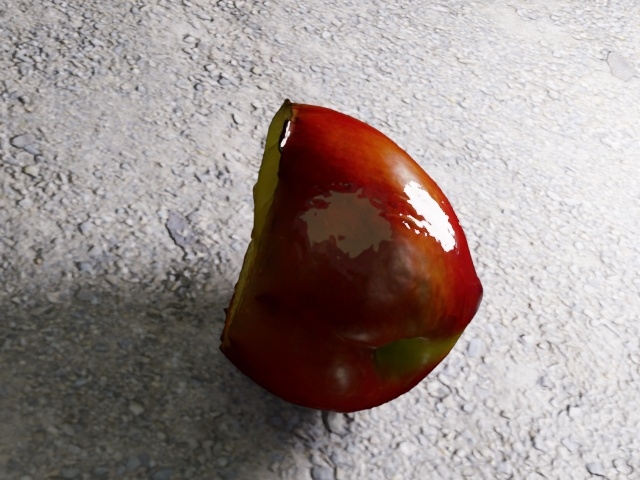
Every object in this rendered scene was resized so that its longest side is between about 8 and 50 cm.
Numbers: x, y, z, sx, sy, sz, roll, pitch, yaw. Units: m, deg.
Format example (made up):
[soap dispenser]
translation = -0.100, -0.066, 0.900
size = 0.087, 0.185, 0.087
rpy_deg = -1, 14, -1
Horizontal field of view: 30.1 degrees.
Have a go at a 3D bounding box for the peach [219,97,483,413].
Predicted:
[peach]
translation = 0.000, 0.000, 1.190
size = 0.281, 0.281, 0.338
rpy_deg = -15, 53, -29
